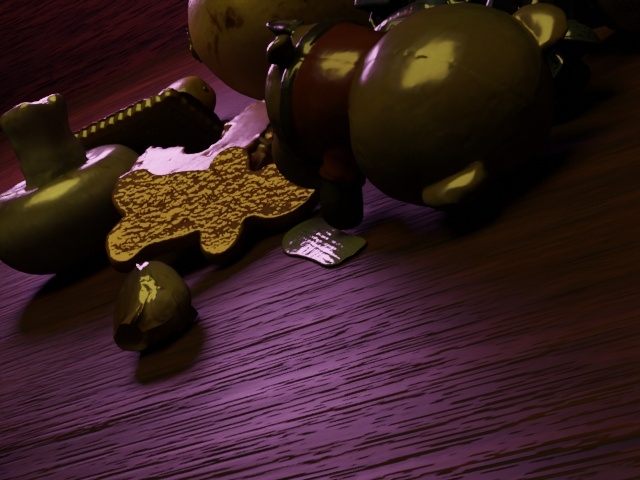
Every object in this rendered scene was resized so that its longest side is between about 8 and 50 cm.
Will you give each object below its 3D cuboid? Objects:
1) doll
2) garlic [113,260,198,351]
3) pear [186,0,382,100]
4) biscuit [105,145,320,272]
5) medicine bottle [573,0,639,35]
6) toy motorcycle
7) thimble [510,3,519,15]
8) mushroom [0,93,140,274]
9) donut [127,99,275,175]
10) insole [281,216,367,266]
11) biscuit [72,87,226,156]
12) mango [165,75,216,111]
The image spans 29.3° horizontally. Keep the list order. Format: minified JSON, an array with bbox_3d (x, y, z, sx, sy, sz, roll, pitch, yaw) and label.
[{"bbox_3d":[0.067,-0.135,1.135,0.330,0.174,0.235,10,63,46],"label":"doll"},{"bbox_3d":[-0.169,0.055,1.197,0.084,0.066,0.152,-31,18,2],"label":"garlic"},{"bbox_3d":[-0.036,-0.340,1.763,0.309,0.309,0.309,-27,16,9],"label":"pear"},{"bbox_3d":[-0.115,-0.034,1.342,0.250,0.036,0.165,-11,47,13],"label":"biscuit"},{"bbox_3d":[0.356,-0.284,1.205,0.141,0.141,0.293,-40,19,-34],"label":"medicine bottle"},{"bbox_3d":[0.158,-0.233,1.270,0.125,0.212,0.358,6,2,-34],"label":"toy motorcycle"},{"bbox_3d":[0.202,-0.360,1.618,0.149,0.185,0.211,-21,33,32],"label":"thimble"},{"bbox_3d":[-0.353,-0.079,1.633,0.243,0.243,0.243,-27,16,9],"label":"mushroom"},{"bbox_3d":[-0.133,-0.082,1.494,0.233,0.085,0.199,-22,24,10],"label":"donut"},{"bbox_3d":[0.000,0.000,1.192,0.064,0.004,0.188,-33,17,-10],"label":"insole"},{"bbox_3d":[-0.250,-0.128,1.751,0.254,0.172,0.029,-21,54,27],"label":"biscuit"},{"bbox_3d":[-0.267,-0.206,2.106,0.195,0.092,0.130,-29,17,17],"label":"mango"}]
